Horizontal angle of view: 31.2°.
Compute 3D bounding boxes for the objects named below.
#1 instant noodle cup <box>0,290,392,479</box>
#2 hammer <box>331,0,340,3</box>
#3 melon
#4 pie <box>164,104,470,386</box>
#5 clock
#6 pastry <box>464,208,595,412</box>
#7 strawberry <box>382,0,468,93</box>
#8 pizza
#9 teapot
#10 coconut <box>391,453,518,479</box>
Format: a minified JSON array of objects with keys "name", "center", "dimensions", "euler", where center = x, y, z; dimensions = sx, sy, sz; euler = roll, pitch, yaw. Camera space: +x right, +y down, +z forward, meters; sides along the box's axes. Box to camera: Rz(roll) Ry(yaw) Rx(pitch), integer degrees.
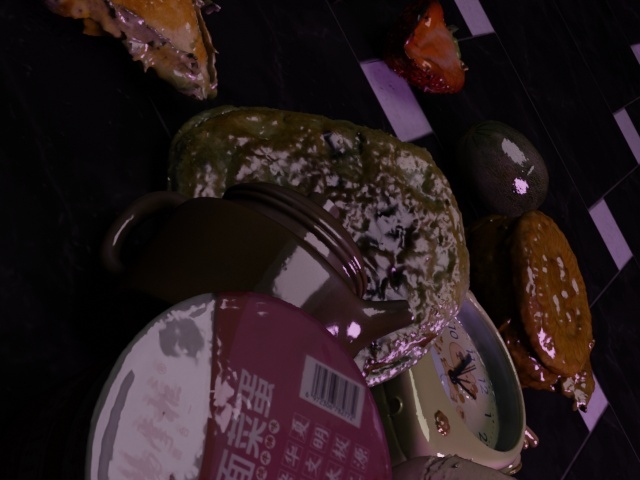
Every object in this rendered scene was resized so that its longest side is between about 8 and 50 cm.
[{"name":"instant noodle cup","center":[-0.093,0.163,0.739],"dimensions":[0.235,0.178,0.234],"euler":[17,65,-40]},{"name":"hammer","center":[-0.021,-0.330,1.466],"dimensions":[0.065,0.021,0.178],"euler":[63,30,-1]},{"name":"melon","center":[0.259,-0.097,1.624],"dimensions":[0.167,0.114,0.114],"euler":[47,33,-21]},{"name":"pie","center":[0.000,0.000,1.080],"dimensions":[0.323,0.070,0.323],"euler":[12,59,-21]},{"name":"clock","center":[0.134,0.155,1.236],"dimensions":[0.308,0.096,0.235],"euler":[22,47,-49]},{"name":"pastry","center":[0.260,0.079,1.485],"dimensions":[0.235,0.132,0.240],"euler":[52,36,-35]},{"name":"strawberry","center":[0.140,-0.262,1.601],"dimensions":[0.140,0.085,0.192],"euler":[54,35,-30]},{"name":"pizza","center":[-0.198,-0.238,1.065],"dimensions":[0.287,0.075,0.280],"euler":[57,34,-14]},{"name":"teapot","center":[-0.055,0.029,0.912],"dimensions":[0.175,0.268,0.185],"euler":[-52,154,-26]},{"name":"coconut","center":[0.101,0.301,0.942],"dimensions":[0.227,0.227,0.230],"euler":[60,29,-5]}]
